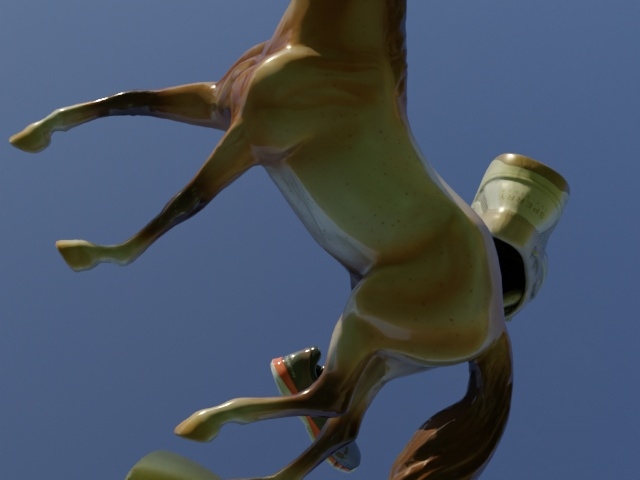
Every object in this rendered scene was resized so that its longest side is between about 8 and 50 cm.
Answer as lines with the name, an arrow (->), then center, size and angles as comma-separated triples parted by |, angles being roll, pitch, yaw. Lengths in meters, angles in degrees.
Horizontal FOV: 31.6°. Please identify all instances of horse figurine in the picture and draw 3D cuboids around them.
horse figurine -> 0.000, 0.000, 0.444 | 0.175, 0.066, 0.263 | -31, -87, 0

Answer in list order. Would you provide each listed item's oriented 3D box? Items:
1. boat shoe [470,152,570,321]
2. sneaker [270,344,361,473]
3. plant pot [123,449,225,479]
boat shoe -> 0.173, 0.027, 1.136 | 0.109, 0.302, 0.098 | 24, -113, 9
sneaker -> 0.012, 0.167, 1.119 | 0.065, 0.061, 0.158 | -31, -58, 3
plant pot -> -0.106, 0.252, 0.951 | 0.095, 0.134, 0.134 | 7, -111, 24
